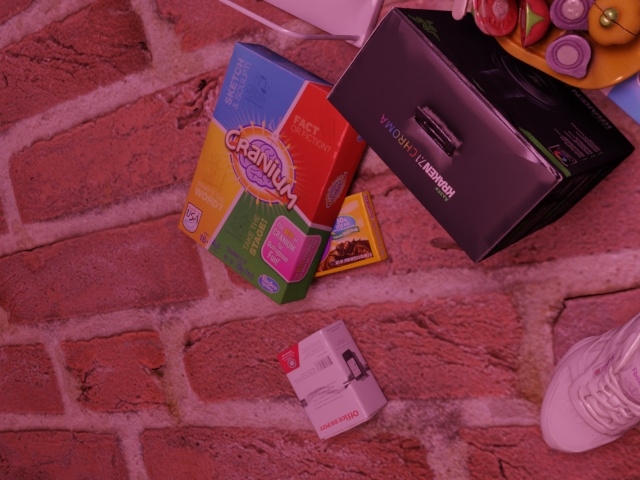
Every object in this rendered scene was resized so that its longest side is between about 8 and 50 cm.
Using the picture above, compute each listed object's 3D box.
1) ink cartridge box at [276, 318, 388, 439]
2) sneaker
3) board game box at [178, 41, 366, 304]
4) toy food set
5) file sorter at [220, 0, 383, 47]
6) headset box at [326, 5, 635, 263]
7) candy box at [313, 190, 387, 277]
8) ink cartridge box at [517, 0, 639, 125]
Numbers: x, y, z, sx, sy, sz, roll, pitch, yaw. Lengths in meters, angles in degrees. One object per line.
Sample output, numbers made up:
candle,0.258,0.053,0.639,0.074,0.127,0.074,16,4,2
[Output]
ink cartridge box,0.017,0.215,1.213,0.109,0.063,0.150,-34,82,36
sneaker,0.347,0.152,0.903,0.114,0.152,0.305,45,125,16
board game box,-0.074,-0.101,1.177,0.242,0.064,0.316,34,115,29
toy food set,0.201,-0.220,0.715,0.218,0.071,0.128,35,121,26
file sorter,-0.014,-0.414,1.010,0.193,0.173,0.278,33,119,26
headset box,0.179,-0.128,0.872,0.246,0.283,0.131,51,125,16
candy box,0.000,0.000,1.195,0.206,0.027,0.105,-16,88,37
ink cartridge box,0.321,-0.271,0.785,0.270,0.197,0.198,47,124,18
